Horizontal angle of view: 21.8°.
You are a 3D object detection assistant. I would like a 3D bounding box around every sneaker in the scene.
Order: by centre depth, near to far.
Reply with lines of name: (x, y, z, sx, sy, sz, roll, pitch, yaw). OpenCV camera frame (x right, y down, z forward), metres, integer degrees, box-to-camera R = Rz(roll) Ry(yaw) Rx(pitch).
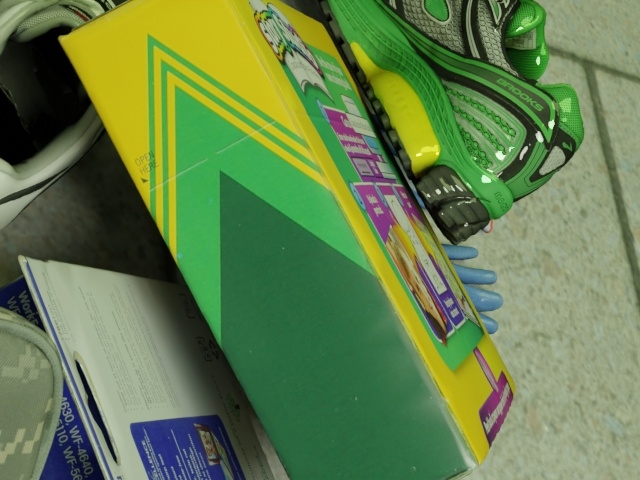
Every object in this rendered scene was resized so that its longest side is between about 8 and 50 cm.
sneaker: (-0.165, -0.113, 1.058, 0.122, 0.146, 0.330, 42, 43, -17)
sneaker: (0.095, -0.150, 1.265, 0.343, 0.146, 0.134, 65, 5, 38)

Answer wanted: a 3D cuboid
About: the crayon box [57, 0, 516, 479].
crayon box: (0.000, 0.000, 1.057, 0.313, 0.106, 0.363, 61, 9, 4)

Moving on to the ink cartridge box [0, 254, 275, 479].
ink cartridge box: (-0.106, 0.101, 0.924, 0.333, 0.065, 0.165, 30, 38, -79)

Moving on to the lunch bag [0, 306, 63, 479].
lunch bag: (-0.311, 0.065, 0.755, 0.305, 0.256, 0.212, 11, 102, -41)

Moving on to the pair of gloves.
pair of gloves: (0.085, -0.017, 1.331, 0.159, 0.023, 0.198, 26, 52, -32)
